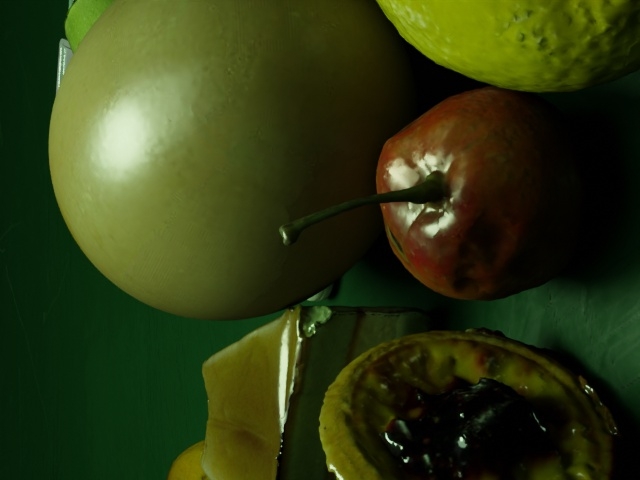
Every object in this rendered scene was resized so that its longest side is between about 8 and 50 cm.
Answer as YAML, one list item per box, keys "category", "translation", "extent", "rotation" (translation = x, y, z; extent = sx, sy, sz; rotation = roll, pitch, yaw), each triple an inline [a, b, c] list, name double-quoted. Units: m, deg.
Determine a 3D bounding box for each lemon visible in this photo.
- category: "lemon"
  translation: [0.131, -0.212, 0.699]
  extent: [0.236, 0.236, 0.263]
  rotation: [-53, 44, 48]

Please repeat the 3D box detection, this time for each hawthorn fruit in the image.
- category: "hawthorn fruit"
  translation: [0.078, -0.035, 0.746]
  extent: [0.165, 0.285, 0.165]
  rotation: [-2, 86, 34]

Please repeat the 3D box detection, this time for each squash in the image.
- category: "squash"
  translation: [-0.260, -0.241, 1.513]
  extent: [0.247, 0.133, 0.132]
  rotation: [59, 139, 41]

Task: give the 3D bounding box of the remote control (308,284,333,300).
- category: "remote control"
  translation: [0.000, 0.000, 1.137]
  extent: [0.074, 0.032, 0.122]
  rotation: [55, 136, 46]

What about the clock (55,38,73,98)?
- category: "clock"
  translation: [-0.381, -0.220, 1.795]
  extent: [0.150, 0.063, 0.197]
  rotation: [30, 116, 58]

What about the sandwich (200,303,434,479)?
- category: "sandwich"
  translation: [-0.011, 0.137, 1.028]
  extent: [0.198, 0.155, 0.227]
  rotation: [33, 118, 57]

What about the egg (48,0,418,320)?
- category: "egg"
  translation: [-0.074, -0.086, 0.941]
  extent: [0.374, 0.301, 0.300]
  rotation: [149, 117, -64]

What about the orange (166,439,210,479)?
- category: "orange"
  translation: [-0.100, 0.291, 1.230]
  extent: [0.156, 0.134, 0.156]
  rotation: [54, 176, 5]

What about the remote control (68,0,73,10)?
- category: "remote control"
  translation: [-0.352, -0.397, 1.759]
  extent: [0.247, 0.052, 0.104]
  rotation: [9, 93, 62]

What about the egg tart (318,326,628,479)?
- category: "egg tart"
  translation: [0.102, 0.173, 0.795]
  extent: [0.215, 0.215, 0.170]
  rotation: [-124, 30, -46]
